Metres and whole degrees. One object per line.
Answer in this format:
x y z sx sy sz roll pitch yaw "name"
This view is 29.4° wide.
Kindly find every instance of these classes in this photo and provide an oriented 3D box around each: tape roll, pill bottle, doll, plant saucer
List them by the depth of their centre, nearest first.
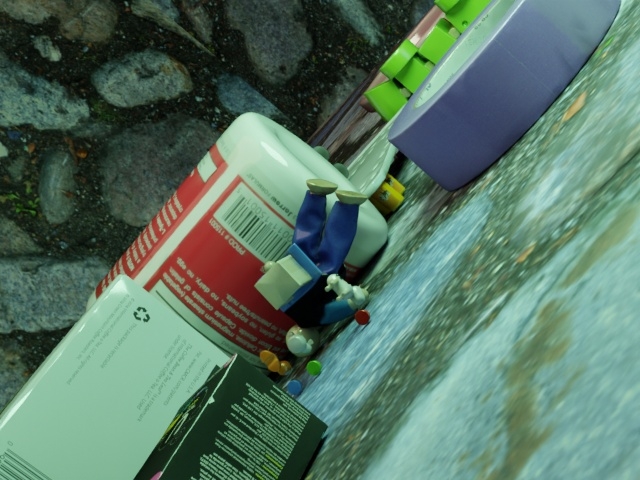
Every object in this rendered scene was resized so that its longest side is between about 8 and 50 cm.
-0.001 0.036 1.290 0.046 0.129 0.189 -8 -64 -59 "doll"
0.192 -0.185 1.308 0.275 0.090 0.275 -49 6 7 "tape roll"
-0.129 0.068 1.449 0.408 0.229 0.229 -49 6 10 "pill bottle"
0.205 -0.346 2.185 0.332 0.084 0.332 -50 6 7 "plant saucer"

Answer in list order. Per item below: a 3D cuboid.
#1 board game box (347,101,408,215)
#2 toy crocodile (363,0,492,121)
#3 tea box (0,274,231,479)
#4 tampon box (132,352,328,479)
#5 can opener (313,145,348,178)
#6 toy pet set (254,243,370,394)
0.000 0.000 1.753 0.390 0.050 0.390 -48 6 22 "board game box"
0.195 -0.302 1.843 0.340 0.115 0.105 -47 6 28 "toy crocodile"
-0.252 0.269 1.179 0.323 0.220 0.329 -46 8 40 "tea box"
-0.089 0.198 0.985 0.120 0.101 0.161 -45 8 42 "tampon box"
-0.068 -0.012 1.720 0.283 0.076 0.095 -53 7 -30 "can opener"
-0.015 0.071 1.240 0.122 0.114 0.065 -46 -7 21 "toy pet set"
